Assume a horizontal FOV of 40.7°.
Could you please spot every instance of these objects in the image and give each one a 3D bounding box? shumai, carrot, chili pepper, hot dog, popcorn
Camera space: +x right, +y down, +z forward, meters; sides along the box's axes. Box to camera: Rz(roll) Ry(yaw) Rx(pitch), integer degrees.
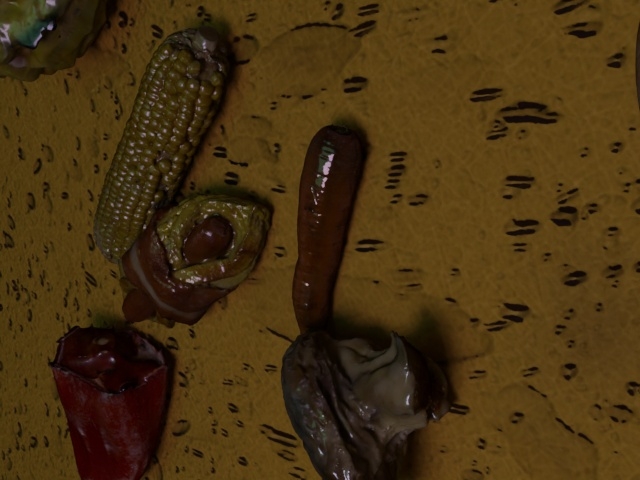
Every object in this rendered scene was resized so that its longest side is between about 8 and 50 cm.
[{"bbox_3d":[0.050,0.163,0.834,0.153,0.161,0.209,-34,42,10],"label":"shumai"},{"bbox_3d":[0.000,0.000,0.881,0.059,0.059,0.248,23,115,33],"label":"carrot"},{"bbox_3d":[-0.264,0.242,1.117,0.144,0.136,0.253,-1,116,-6],"label":"chili pepper"},{"bbox_3d":[-0.161,0.033,0.979,0.123,0.093,0.261,48,125,4],"label":"hot dog"},{"bbox_3d":[-0.359,-0.329,1.001,0.252,0.215,0.286,24,113,-10],"label":"popcorn"}]

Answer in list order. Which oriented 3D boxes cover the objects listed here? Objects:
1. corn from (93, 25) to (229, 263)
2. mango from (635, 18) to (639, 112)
[{"bbox_3d":[-0.188,-0.101,0.987,0.097,0.097,0.320,46,125,22],"label":"corn"},{"bbox_3d":[0.326,-0.035,0.520,0.221,0.199,0.384,-26,84,40],"label":"mango"}]
